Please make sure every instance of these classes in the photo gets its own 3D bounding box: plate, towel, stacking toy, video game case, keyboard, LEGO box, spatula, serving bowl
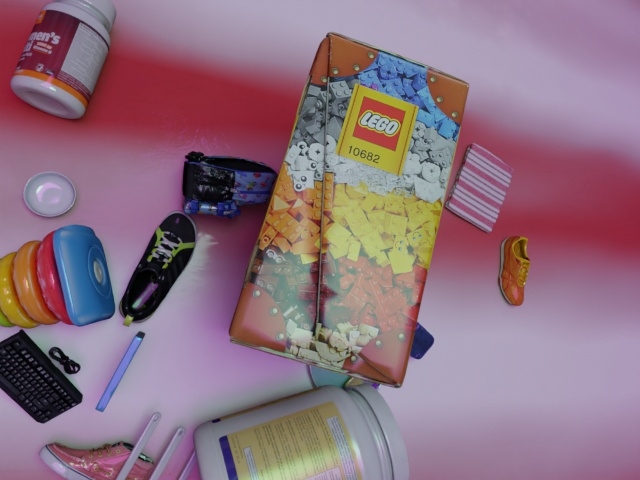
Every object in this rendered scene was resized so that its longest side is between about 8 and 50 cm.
[{"bbox_3d":[0.061,0.253,0.982,0.188,0.024,0.189,3,81,-20],"label":"plate"},{"bbox_3d":[0.093,0.299,0.968,0.083,0.009,0.060,-42,96,-21],"label":"towel"},{"bbox_3d":[0.405,-0.134,1.162,0.144,0.029,0.197,28,76,-14],"label":"towel"},{"bbox_3d":[-0.516,0.087,0.752,0.301,0.175,0.166,-14,87,-7],"label":"stacking toy"},{"bbox_3d":[-0.333,0.213,0.771,0.015,0.166,0.119,29,74,-14],"label":"video game case"},{"bbox_3d":[-0.460,0.223,0.751,0.108,0.023,0.180,-32,129,-20],"label":"keyboard"},{"bbox_3d":[0.000,0.000,0.736,0.192,0.500,0.373,18,77,-7],"label":"LEGO box"},{"bbox_3d":[-0.299,0.429,0.792,0.168,0.019,0.242,42,69,-37],"label":"spatula"},{"bbox_3d":[-0.491,-0.082,0.833,0.083,0.027,0.084,3,80,-20],"label":"serving bowl"}]

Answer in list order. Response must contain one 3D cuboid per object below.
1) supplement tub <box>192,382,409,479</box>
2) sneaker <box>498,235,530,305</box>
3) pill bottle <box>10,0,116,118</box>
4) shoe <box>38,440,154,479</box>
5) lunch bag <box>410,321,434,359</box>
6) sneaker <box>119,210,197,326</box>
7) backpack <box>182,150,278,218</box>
[{"bbox_3d":[-0.038,0.400,0.809,0.330,0.241,0.241,-10,86,-20],"label":"supplement tub"},{"bbox_3d":[0.486,0.075,1.137,0.064,0.067,0.175,1,83,-21],"label":"sneaker"},{"bbox_3d":[-0.460,-0.347,0.834,0.121,0.121,0.222,17,77,-16],"label":"pill bottle"},{"bbox_3d":[-0.380,0.376,0.788,0.178,0.063,0.081,40,70,-16],"label":"shoe"},{"bbox_3d":[0.194,0.207,1.015,0.098,0.065,0.067,44,86,-10],"label":"lunch bag"},{"bbox_3d":[-0.294,0.051,0.846,0.084,0.097,0.235,25,74,-15],"label":"sneaker"},{"bbox_3d":[-0.174,-0.105,0.883,0.173,0.158,0.117,3,99,-21],"label":"backpack"}]
